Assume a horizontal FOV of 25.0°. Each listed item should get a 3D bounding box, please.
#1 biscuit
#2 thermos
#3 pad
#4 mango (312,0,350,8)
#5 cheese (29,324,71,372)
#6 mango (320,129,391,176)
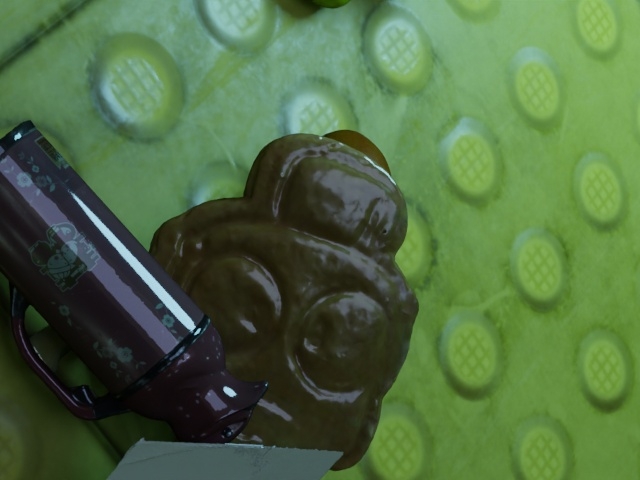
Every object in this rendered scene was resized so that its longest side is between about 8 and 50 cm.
[{"bbox_3d":[-0.047,0.083,1.362,0.269,0.051,0.375,20,94,-10],"label":"biscuit"},{"bbox_3d":[-0.193,0.062,1.262,0.330,0.109,0.136,48,59,-7],"label":"thermos"},{"bbox_3d":[-0.103,0.232,1.326,0.232,0.156,0.004,10,43,-37],"label":"pad"},{"bbox_3d":[0.018,-0.299,1.572,0.073,0.056,0.108,46,54,-29],"label":"mango"},{"bbox_3d":[-0.231,0.091,1.316,0.083,0.030,0.044,-35,86,-36],"label":"cheese"},{"bbox_3d":[0.000,0.000,1.449,0.113,0.138,0.253,31,68,-28],"label":"mango"}]
